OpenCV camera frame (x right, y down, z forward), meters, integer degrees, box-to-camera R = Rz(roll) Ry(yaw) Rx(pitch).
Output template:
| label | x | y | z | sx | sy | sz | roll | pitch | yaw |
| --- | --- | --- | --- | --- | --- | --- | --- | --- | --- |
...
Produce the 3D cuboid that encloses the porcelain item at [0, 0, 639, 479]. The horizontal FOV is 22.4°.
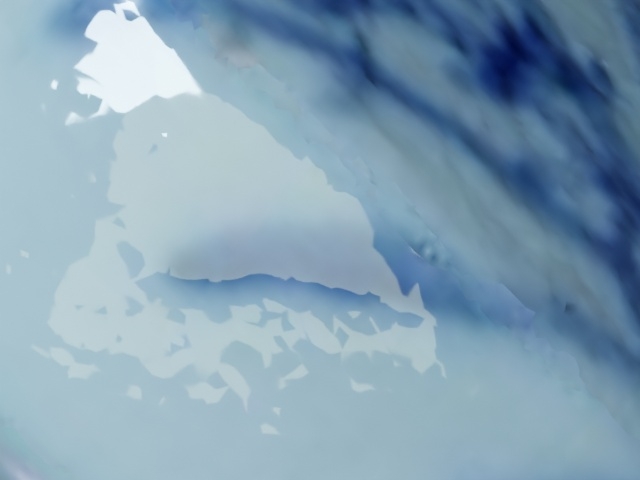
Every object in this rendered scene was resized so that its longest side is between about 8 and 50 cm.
| label | x | y | z | sx | sy | sz | roll | pitch | yaw |
| --- | --- | --- | --- | --- | --- | --- | --- | --- | --- |
| porcelain item | 0.000 | 0.000 | 0.455 | 0.405 | 0.242 | 0.178 | 43 | 127 | 2 |
